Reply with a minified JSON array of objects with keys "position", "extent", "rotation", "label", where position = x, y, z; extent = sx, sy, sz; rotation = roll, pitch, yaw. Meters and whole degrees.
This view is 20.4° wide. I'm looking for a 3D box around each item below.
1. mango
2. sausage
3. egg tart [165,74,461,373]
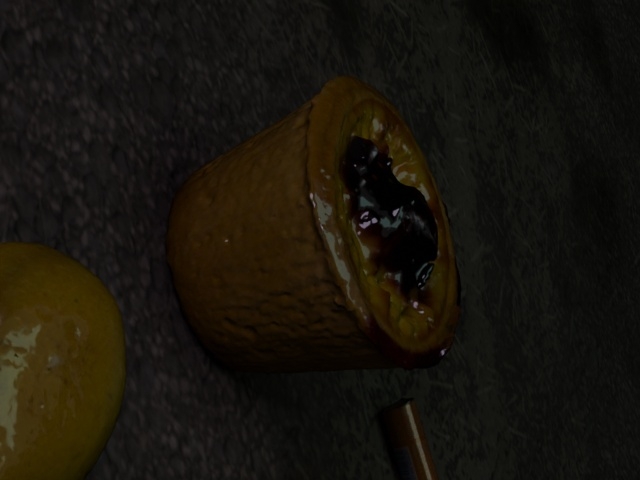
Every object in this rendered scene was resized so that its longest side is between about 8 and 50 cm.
[{"position":[-0.175,0.085,0.948],"extent":[0.137,0.098,0.195],"rotation":[65,34,-23],"label":"mango"},{"position":[0.078,0.184,1.462],"extent":[0.031,0.031,0.107],"rotation":[-24,98,-64],"label":"sausage"},{"position":[0.000,0.000,1.254],"extent":[0.215,0.170,0.215],"rotation":[39,43,-49],"label":"egg tart"}]
